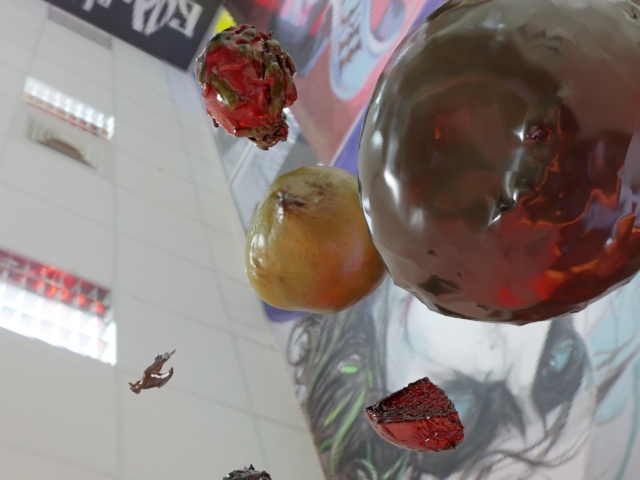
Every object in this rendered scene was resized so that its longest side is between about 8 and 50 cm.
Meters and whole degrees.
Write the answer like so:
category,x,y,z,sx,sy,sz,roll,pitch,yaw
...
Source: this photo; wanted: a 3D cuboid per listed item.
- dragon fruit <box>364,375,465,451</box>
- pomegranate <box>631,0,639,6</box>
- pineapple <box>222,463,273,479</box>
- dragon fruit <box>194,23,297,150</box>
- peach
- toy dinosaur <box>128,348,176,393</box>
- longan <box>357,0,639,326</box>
category,x,y,z,sx,sy,sz,roll,pitch,yaw
dragon fruit,0.162,0.301,1.365,0.127,0.120,0.161,61,171,-16
pomegranate,0.518,-0.407,1.594,0.210,0.180,0.180,29,-164,-16
pineapple,-0.104,0.464,1.253,0.223,0.223,0.357,26,-139,-17
dragon fruit,-0.169,-0.364,2.048,0.231,0.237,0.302,75,169,-73
peach,0.004,0.001,1.767,0.281,0.315,0.314,16,-137,28
toy dinosaur,-0.325,0.256,1.689,0.032,0.108,0.220,49,175,-18
longan,0.250,-0.112,1.070,0.404,0.435,0.404,18,166,5
